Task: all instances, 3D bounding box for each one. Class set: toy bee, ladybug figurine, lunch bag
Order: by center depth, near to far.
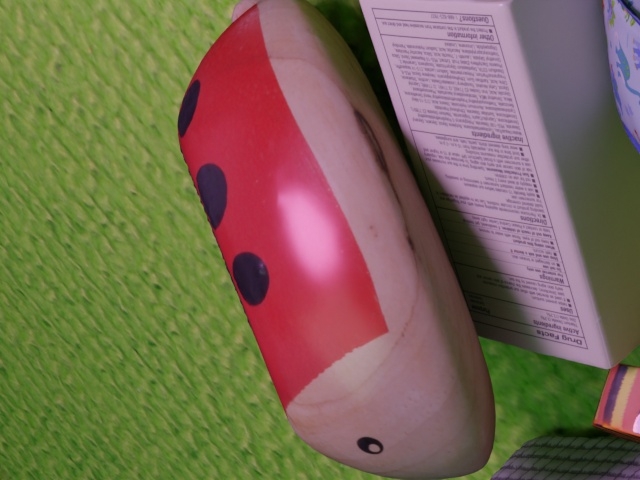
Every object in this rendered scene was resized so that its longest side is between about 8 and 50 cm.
[{"bbox_3d":[0.238,-0.134,1.252,0.151,0.096,0.128,-119,14,-56],"label":"lunch bag"},{"bbox_3d":[0.318,0.131,1.346,0.298,0.195,0.162,-11,157,33],"label":"toy bee"},{"bbox_3d":[0.000,0.000,1.512,0.305,0.162,0.449,77,171,-68],"label":"ladybug figurine"}]

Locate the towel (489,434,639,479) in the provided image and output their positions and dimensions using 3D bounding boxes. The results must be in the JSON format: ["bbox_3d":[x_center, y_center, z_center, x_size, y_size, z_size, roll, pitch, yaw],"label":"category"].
[{"bbox_3d":[0.221,0.272,1.539,0.284,0.235,0.121,-8,117,57],"label":"towel"}]

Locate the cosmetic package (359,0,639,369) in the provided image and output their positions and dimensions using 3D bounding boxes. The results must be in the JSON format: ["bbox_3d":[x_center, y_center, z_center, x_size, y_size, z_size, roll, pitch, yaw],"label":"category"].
[{"bbox_3d":[0.159,-0.069,1.400,0.160,0.113,0.309,13,131,47],"label":"cosmetic package"}]
